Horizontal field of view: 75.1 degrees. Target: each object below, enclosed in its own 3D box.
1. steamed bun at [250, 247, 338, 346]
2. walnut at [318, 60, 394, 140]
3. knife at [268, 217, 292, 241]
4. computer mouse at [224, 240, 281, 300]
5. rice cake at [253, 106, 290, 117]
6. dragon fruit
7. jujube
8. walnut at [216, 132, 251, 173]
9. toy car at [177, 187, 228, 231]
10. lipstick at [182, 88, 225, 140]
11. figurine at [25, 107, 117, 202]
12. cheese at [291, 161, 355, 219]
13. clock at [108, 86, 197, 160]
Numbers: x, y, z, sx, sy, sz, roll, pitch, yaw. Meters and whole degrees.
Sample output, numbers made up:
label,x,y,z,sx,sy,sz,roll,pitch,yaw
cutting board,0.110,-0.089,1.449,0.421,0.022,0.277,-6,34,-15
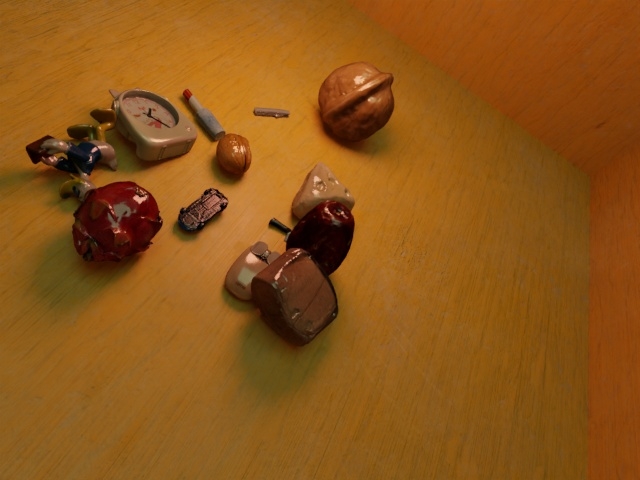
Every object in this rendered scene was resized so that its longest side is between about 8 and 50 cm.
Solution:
label,x,y,z,sx,sy,sz,roll,pitch,yaw
steamed bun,-0.099,0.193,1.421,0.251,0.199,0.301,-44,116,-41
walnut,0.178,-0.668,2.017,0.383,0.384,0.384,13,55,-19
knife,-0.110,-0.010,1.668,0.230,0.028,0.060,32,63,-8
computer mouse,-0.237,0.105,1.487,0.145,0.082,0.236,38,51,1
rice cake,-0.230,-0.611,1.990,0.180,0.030,0.042,-5,57,-29
dragon fruit,-0.629,-0.068,1.317,0.250,0.250,0.315,46,34,7
jujube,0.000,0.000,1.524,0.223,0.318,0.223,17,45,-17
walnut,-0.351,-0.348,1.691,0.144,0.144,0.180,-9,69,-31
toy car,-0.435,-0.107,1.539,0.103,0.063,0.216,40,56,3
lipstick,-0.509,-0.547,1.788,0.068,0.061,0.274,-31,77,-35
figurine,-0.797,-0.262,1.382,0.283,0.204,0.339,-4,72,-58
cheese,0.005,-0.168,1.734,0.251,0.173,0.248,43,49,-2
clock,-0.660,-0.463,1.602,0.324,0.109,0.265,48,39,7
